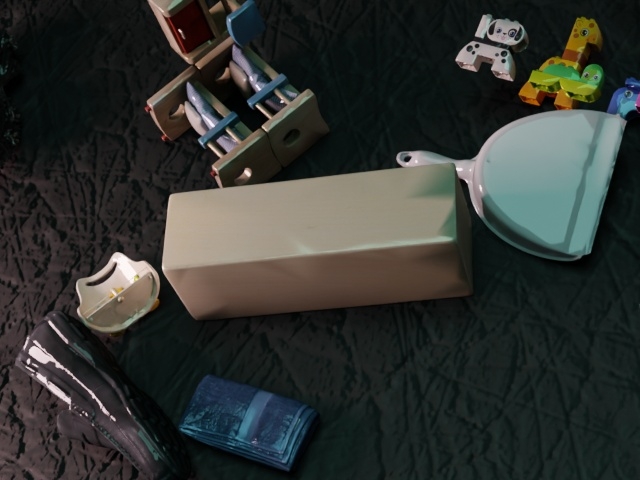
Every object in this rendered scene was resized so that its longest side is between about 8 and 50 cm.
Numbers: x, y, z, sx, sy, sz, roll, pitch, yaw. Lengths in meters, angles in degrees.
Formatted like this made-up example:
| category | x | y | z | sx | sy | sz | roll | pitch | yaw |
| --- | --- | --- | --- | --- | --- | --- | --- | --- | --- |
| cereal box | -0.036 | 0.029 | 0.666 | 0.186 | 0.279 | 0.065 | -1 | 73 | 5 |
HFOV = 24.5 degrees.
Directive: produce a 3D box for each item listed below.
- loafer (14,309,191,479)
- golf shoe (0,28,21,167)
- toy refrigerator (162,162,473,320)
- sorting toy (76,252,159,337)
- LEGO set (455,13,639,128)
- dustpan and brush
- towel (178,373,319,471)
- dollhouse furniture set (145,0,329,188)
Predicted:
| category | x | y | z | sx | sy | sz | roll | pitch | yaw |
| --- | --- | --- | --- | --- | --- | --- | --- | --- | --- |
| loafer | -0.200 | 0.156 | 1.345 | 0.078 | 0.076 | 0.223 | -48 | 59 | 2 |
| golf shoe | -0.377 | -0.144 | 1.587 | 0.094 | 0.077 | 0.198 | -20 | 50 | 21 |
| toy refrigerator | 0.000 | 0.000 | 1.362 | 0.269 | 0.102 | 0.094 | -7 | 58 | 13 |
| sorting toy | -0.201 | 0.047 | 1.430 | 0.083 | 0.045 | 0.075 | -37 | 49 | -7 |
| LEGO set | 0.257 | -0.171 | 1.399 | 0.227 | 0.087 | 0.093 | 18 | 81 | 25 |
| dustpan and brush | 0.168 | -0.065 | 1.388 | 0.211 | 0.060 | 0.147 | 14 | 76 | 16 |
| towel | -0.065 | 0.162 | 1.324 | 0.119 | 0.029 | 0.067 | 14 | 63 | 24 |
| dollhouse furniture set | -0.099 | -0.154 | 1.435 | 0.129 | 0.183 | 0.129 | -40 | 57 | -10 |
